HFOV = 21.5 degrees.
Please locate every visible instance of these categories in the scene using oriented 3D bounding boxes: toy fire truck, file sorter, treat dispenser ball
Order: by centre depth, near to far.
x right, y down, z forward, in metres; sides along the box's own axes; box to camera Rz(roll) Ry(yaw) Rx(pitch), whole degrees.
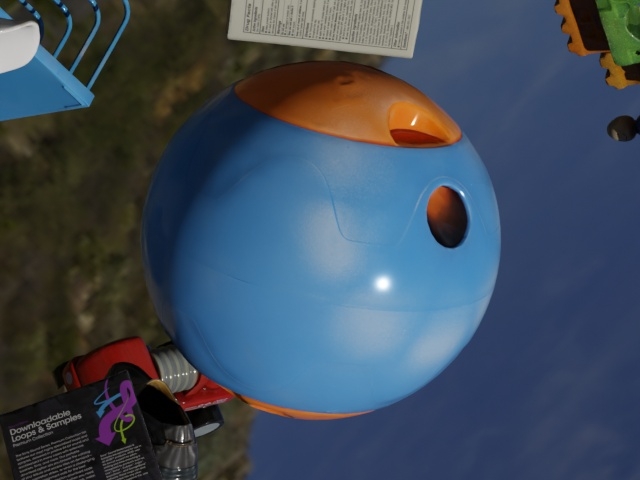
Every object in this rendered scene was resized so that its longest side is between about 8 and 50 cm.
[{"bbox_3d":[0.000,0.000,1.351,0.288,0.288,0.288,-36,-168,9],"label":"treat dispenser ball"},{"bbox_3d":[-0.256,-0.175,1.361,0.170,0.118,0.104,-3,-127,45],"label":"file sorter"},{"bbox_3d":[-0.161,0.163,1.948,0.217,0.158,0.246,-8,157,-39],"label":"toy fire truck"}]

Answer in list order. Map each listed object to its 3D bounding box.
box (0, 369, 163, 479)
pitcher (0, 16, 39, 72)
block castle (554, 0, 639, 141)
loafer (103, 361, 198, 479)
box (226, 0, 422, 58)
[{"bbox_3d":[-0.189,0.194,1.376,0.116,0.162,0.029,-19,146,-5],"label":"box"},{"bbox_3d":[-0.323,-0.175,1.165,0.177,0.207,0.125,-35,170,-13],"label":"pitcher"},{"bbox_3d":[0.374,-0.327,1.816,0.212,0.453,0.303,-5,-137,24],"label":"block castle"},{"bbox_3d":[-0.145,0.146,1.467,0.062,0.061,0.170,-1,-153,-30],"label":"loafer"},{"bbox_3d":[0.008,-0.323,2.042,0.127,0.232,0.149,-88,-174,-55],"label":"box"}]
